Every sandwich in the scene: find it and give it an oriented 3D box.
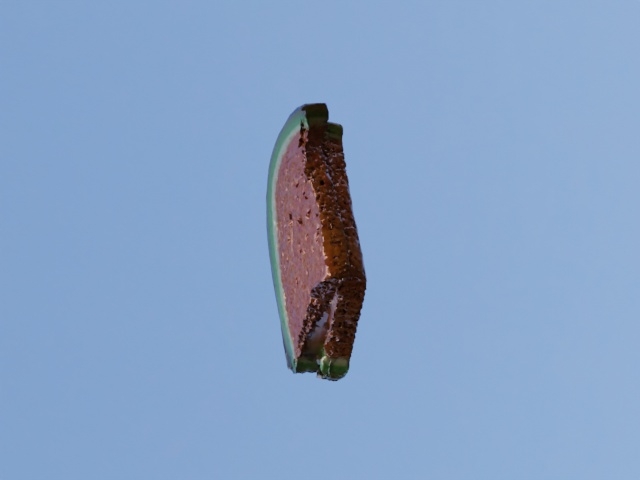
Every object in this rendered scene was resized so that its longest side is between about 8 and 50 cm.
[{"bbox_3d":[-0.001,0.004,0.619,0.026,0.069,0.101,-4,-104,-19],"label":"sandwich"}]
